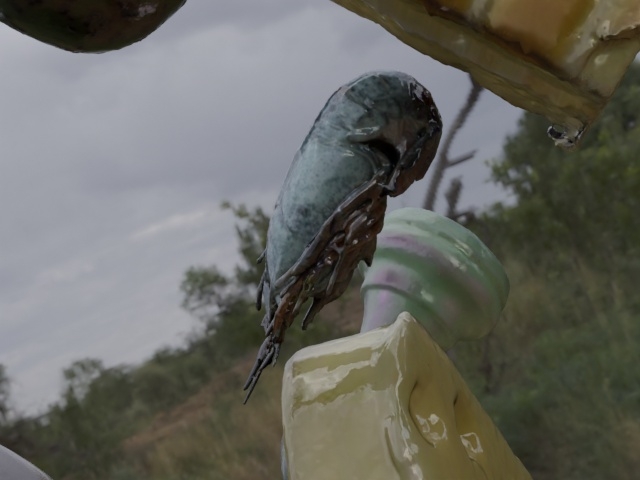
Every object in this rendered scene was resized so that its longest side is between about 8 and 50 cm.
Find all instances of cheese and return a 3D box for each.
[{"bbox_3d":[0.081,0.224,0.813,0.104,0.384,0.384,-20,-3,20],"label":"cheese"}]

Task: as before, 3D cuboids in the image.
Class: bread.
[{"bbox_3d":[0.103,-0.211,0.624,0.246,0.239,0.111,-60,-13,-1],"label":"bread"}]

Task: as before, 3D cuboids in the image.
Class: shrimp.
[{"bbox_3d":[0.000,0.000,0.721,0.233,0.079,0.090,-63,17,9],"label":"shrimp"}]

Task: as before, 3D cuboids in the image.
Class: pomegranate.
[{"bbox_3d":[-0.202,-0.237,0.925,0.202,0.202,0.248,-20,-5,-28],"label":"pomegranate"}]

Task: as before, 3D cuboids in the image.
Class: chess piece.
[{"bbox_3d":[0.041,0.112,0.972,0.271,0.139,0.139,-54,10,-23],"label":"chess piece"}]

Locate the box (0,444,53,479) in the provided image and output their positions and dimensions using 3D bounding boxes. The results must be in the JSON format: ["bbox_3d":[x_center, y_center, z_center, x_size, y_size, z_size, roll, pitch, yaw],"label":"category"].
[{"bbox_3d":[-0.331,0.305,0.996,0.301,0.301,0.216,-23,-8,5],"label":"box"}]
